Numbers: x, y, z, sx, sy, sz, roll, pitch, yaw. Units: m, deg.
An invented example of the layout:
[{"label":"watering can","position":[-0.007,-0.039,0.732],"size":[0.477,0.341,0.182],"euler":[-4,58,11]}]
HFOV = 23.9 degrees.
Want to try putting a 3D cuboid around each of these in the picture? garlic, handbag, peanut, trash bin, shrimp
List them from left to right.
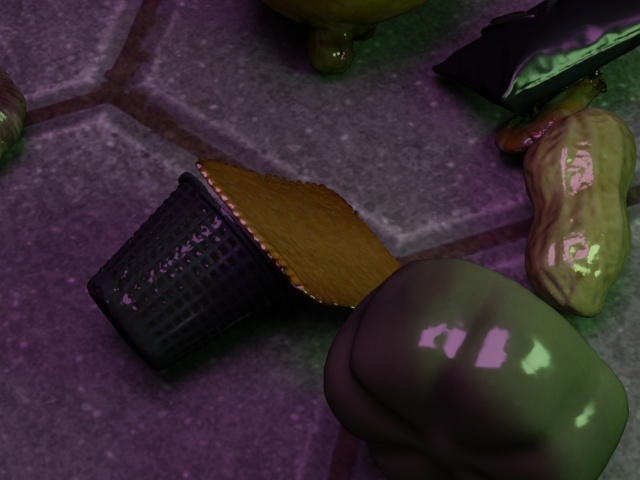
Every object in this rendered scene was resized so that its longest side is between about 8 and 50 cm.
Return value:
[{"label":"garlic","position":[-0.424,-0.150,1.797],"size":[0.147,0.102,0.159],"euler":[9,53,14]},{"label":"trash bin","position":[-0.145,0.046,1.564],"size":[0.161,0.175,0.175],"euler":[-40,55,-10]},{"label":"shrimp","position":[0.268,-0.151,1.721],"size":[0.184,0.043,0.091],"euler":[-35,23,-27]},{"label":"handbag","position":[0.272,-0.232,1.733],"size":[0.254,0.088,0.211],"euler":[-27,22,-10]},{"label":"peanut","position":[0.266,-0.035,1.583],"size":[0.123,0.123,0.256],"euler":[5,53,13]}]

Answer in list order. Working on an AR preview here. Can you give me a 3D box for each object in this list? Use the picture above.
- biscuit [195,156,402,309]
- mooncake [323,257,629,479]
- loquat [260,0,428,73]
[{"label":"biscuit","position":[0.000,0.000,1.562],"size":[0.013,0.232,0.237],"euler":[-55,52,20]},{"label":"mooncake","position":[0.132,0.145,1.366],"size":[0.275,0.275,0.135],"euler":[19,53,23]},{"label":"loquat","position":[0.025,-0.379,1.803],"size":[0.328,0.359,0.328],"euler":[6,8,-1]}]
